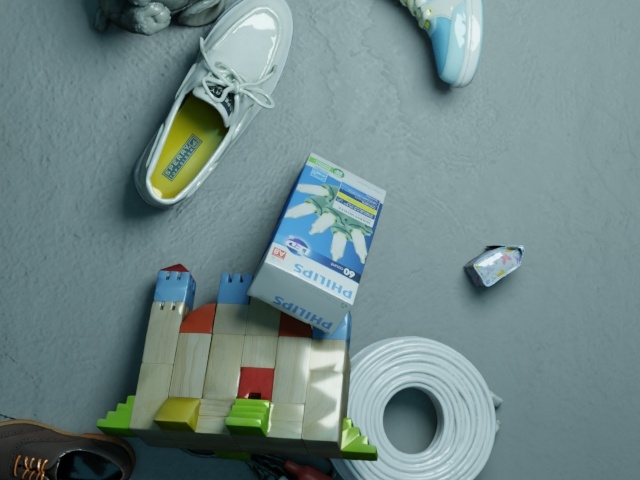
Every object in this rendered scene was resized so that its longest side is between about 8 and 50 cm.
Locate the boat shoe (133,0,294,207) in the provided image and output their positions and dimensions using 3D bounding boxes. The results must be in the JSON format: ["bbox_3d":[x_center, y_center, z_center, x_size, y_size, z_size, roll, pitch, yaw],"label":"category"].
[{"bbox_3d":[-0.147,-0.206,1.373,0.136,0.156,0.367,36,86,-16],"label":"boat shoe"}]

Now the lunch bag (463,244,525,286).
[{"bbox_3d":[0.271,0.033,1.479,0.083,0.071,0.053,-30,90,-4],"label":"lunch bag"}]

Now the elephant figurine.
[{"bbox_3d":[-0.190,-0.382,1.387,0.239,0.186,0.169,-22,130,-32],"label":"elephant figurine"}]

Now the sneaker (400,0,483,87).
[{"bbox_3d":[0.127,-0.381,1.437,0.208,0.127,0.319,-4,81,-9],"label":"sneaker"}]

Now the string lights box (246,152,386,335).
[{"bbox_3d":[0.000,0.000,1.360,0.133,0.259,0.077,26,130,-6],"label":"string lights box"}]

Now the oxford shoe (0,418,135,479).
[{"bbox_3d":[-0.406,0.314,1.375,0.271,0.098,0.097,2,90,-7],"label":"oxford shoe"}]

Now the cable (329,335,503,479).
[{"bbox_3d":[0.135,0.273,1.437,0.257,0.089,0.257,40,77,-3],"label":"cable"}]

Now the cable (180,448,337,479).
[{"bbox_3d":[-0.083,0.330,1.431,0.287,0.072,0.139,39,80,-5],"label":"cable"}]

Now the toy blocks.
[{"bbox_3d":[-0.101,0.166,1.375,0.381,0.191,0.261,2,63,9],"label":"toy blocks"}]
